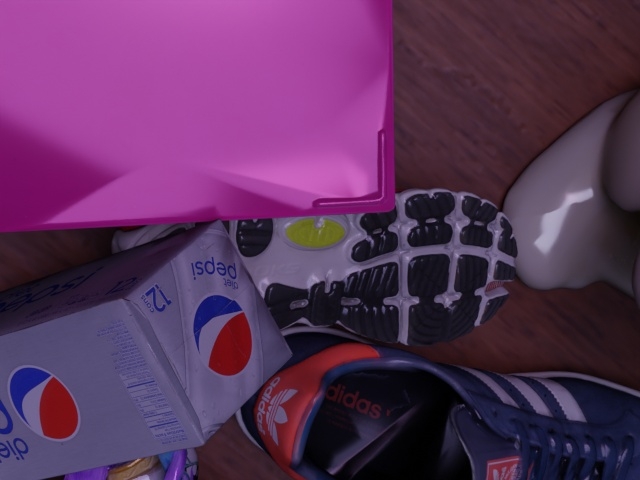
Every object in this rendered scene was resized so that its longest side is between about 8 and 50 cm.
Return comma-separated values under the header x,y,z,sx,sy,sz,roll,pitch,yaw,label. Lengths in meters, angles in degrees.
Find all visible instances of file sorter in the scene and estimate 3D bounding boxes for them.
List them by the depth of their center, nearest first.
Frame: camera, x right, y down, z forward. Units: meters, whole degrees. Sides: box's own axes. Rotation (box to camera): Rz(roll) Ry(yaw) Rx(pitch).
x,y,z,sx,sy,sz,roll,pitch,yaw,label
-0.119,-0.123,0.824,0.290,0.182,0.202,-3,101,-10,file sorter

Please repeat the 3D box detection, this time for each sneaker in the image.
x,y,z,sx,sy,sz,roll,pitch,yaw,label
0.000,0.000,0.906,0.279,0.118,0.107,3,107,-27,sneaker
0.117,0.149,0.933,0.350,0.148,0.131,12,97,-13,sneaker

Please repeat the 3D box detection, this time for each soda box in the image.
x,y,z,sx,sy,sz,roll,pitch,yaw,label
-0.162,0.078,0.808,0.286,0.098,0.091,-17,106,36,soda box

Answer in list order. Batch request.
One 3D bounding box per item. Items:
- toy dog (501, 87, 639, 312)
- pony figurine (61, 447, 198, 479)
x,y,z,sx,sy,sz,roll,pitch,yaw,label
0.359,-0.002,0.823,0.395,0.408,0.284,-46,105,-1,toy dog
-0.146,0.284,0.868,0.351,0.303,0.363,-27,102,-39,pony figurine
